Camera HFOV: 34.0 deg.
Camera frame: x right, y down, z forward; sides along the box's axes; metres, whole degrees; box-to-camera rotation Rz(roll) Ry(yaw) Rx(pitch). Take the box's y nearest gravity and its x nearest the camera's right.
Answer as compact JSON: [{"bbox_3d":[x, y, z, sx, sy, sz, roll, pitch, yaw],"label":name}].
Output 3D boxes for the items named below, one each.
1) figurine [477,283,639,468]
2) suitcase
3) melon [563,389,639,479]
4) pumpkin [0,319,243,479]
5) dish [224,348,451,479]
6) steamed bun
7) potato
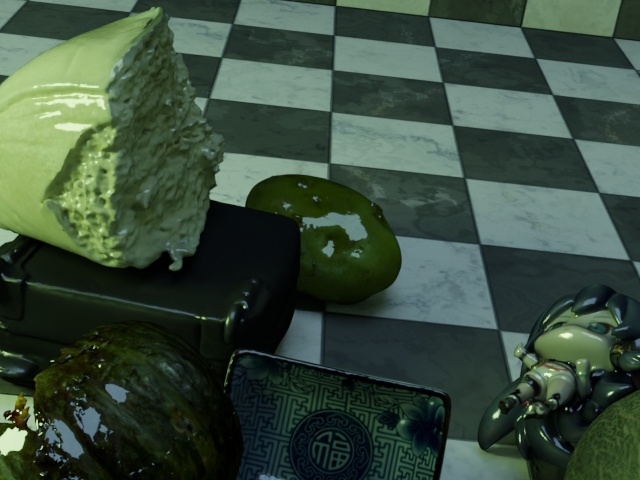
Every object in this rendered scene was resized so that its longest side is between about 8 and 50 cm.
[{"bbox_3d":[0.301,0.167,1.227,0.175,0.197,0.265,27,55,30],"label":"figurine"},{"bbox_3d":[-0.211,0.059,1.306,0.345,0.188,0.339,9,30,8],"label":"suitcase"},{"bbox_3d":[0.356,0.281,0.976,0.248,0.248,0.329,5,36,-4],"label":"melon"},{"bbox_3d":[-0.213,0.219,0.913,0.192,0.320,0.320,50,40,6],"label":"pumpkin"},{"bbox_3d":[0.007,0.229,1.127,0.243,0.182,0.080,11,-9,5],"label":"dish"},{"bbox_3d":[-0.250,-0.142,1.230,0.273,0.272,0.290,12,21,10],"label":"steamed bun"},{"bbox_3d":[0.000,0.000,1.510,0.253,0.148,0.186,36,55,29],"label":"potato"}]
